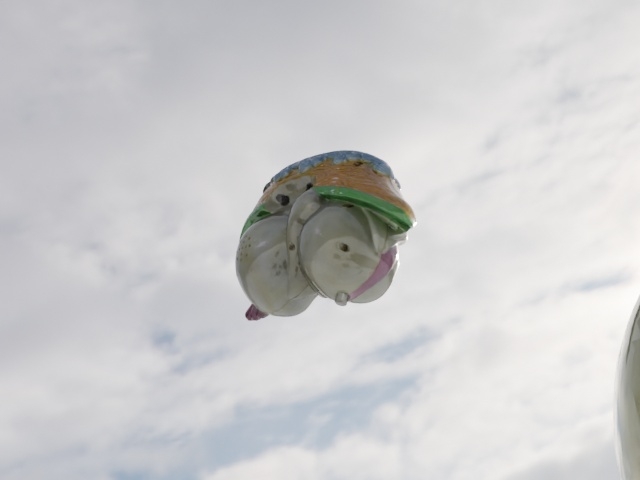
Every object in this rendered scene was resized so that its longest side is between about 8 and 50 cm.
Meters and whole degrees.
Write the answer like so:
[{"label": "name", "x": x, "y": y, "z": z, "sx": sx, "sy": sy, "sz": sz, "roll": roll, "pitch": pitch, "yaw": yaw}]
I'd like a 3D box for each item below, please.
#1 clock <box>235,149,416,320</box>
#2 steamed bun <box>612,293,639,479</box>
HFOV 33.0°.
[{"label": "clock", "x": 0.000, "y": 0.000, "z": 0.979, "sx": 0.103, "sy": 0.144, "sz": 0.231, "roll": 29, "pitch": -28, "yaw": -32}, {"label": "steamed bun", "x": 0.364, "y": 0.104, "z": 0.445, "sx": 0.455, "sy": 0.290, "sz": 0.371, "roll": -8, "pitch": -10, "yaw": 19}]
